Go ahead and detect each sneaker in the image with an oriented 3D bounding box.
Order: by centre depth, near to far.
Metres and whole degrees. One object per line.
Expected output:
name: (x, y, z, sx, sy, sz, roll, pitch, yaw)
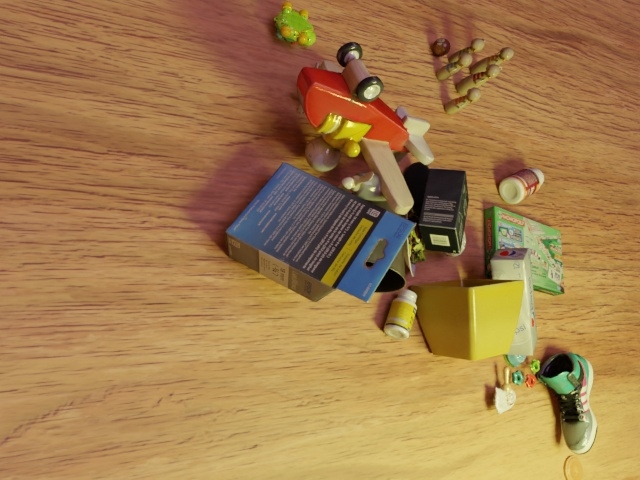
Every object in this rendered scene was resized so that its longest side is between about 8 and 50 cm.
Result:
sneaker: (0.314, -0.078, 1.730, 0.145, 0.090, 0.270, 33, 34, -56)
sneaker: (0.714, 0.449, 1.827, 0.178, 0.124, 0.295, 33, 52, -30)

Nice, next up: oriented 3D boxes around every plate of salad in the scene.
plate of salad: (0.241, -0.006, 1.610, 0.200, 0.048, 0.200, -2, 90, -76)

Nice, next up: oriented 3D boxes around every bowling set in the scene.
bowling set: (0.437, -0.537, 1.896, 0.200, 0.154, 0.287, 45, 56, -17)

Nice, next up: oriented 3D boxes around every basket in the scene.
basket: (0.121, -0.011, 1.524, 0.204, 0.154, 0.227, 12, 60, 3)

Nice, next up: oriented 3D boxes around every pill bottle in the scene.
pill bottle: (0.204, 0.184, 1.581, 0.065, 0.065, 0.116, 34, 60, -23)
pill bottle: (0.634, -0.176, 1.976, 0.152, 0.086, 0.086, -26, 93, -37)

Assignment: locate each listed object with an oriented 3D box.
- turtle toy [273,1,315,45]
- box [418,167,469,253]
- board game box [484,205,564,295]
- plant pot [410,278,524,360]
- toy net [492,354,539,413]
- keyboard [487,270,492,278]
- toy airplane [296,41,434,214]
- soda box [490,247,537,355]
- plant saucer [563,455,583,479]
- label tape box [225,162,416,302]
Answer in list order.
turtle toy: (-0.064, -0.535, 1.596, 0.130, 0.066, 0.095, 14, 69, -32)
box: (0.306, -0.071, 1.551, 0.156, 0.093, 0.158, 58, 43, -61)
board game box: (0.629, 0.037, 1.937, 0.317, 0.046, 0.213, 16, 67, -31)
plant pot: (0.381, 0.201, 1.626, 0.212, 0.212, 0.187, -3, 89, -36)
toy net: (0.538, 0.400, 1.773, 0.122, 0.045, 0.232, 49, 57, -16)
keyboard: (0.511, 0.119, 1.802, 0.180, 0.023, 0.108, -35, 121, -20)
toy airplane: (0.089, -0.257, 1.501, 0.384, 0.272, 0.386, 49, 20, -11)
soda box: (0.534, 0.169, 1.734, 0.098, 0.091, 0.286, -37, 121, -57)
plant saucer: (0.748, 0.679, 1.857, 0.083, 0.013, 0.083, 10, 71, -32)
label tape box: (0.000, 0.000, 1.360, 0.334, 0.106, 0.240, 27, 56, 14)
